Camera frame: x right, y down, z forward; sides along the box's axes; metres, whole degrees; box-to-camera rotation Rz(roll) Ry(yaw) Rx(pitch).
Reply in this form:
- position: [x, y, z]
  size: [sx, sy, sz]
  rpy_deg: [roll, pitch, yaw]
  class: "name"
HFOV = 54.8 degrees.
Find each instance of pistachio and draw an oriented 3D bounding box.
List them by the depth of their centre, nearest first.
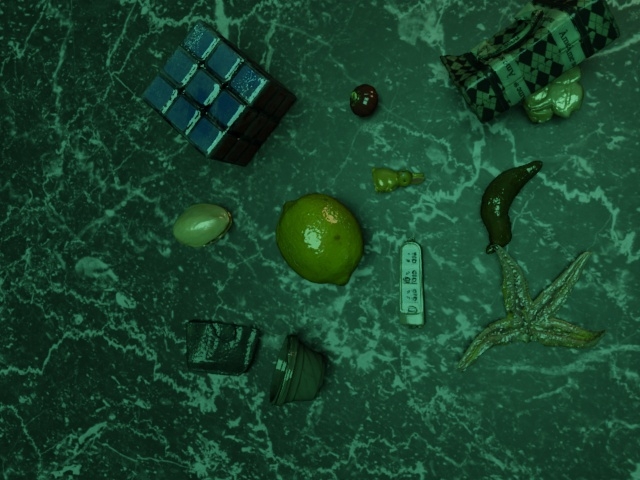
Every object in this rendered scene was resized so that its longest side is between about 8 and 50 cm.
- position: [-0.396, -0.055, 2.041]
  size: [0.200, 0.117, 0.145]
  rpy_deg: [-22, 81, 12]
  class: "pistachio"

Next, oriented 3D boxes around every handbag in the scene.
- position: [0.548, -0.538, 1.713]
  size: [0.416, 0.317, 0.180]
  rpy_deg: [-33, 122, 13]
  class: "handbag"
- position: [-0.335, 0.357, 2.060]
  size: [0.270, 0.088, 0.175]
  rpy_deg: [4, 85, 14]
  class: "handbag"

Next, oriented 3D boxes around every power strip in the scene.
- position: [0.284, 0.133, 1.917]
  size: [0.080, 0.048, 0.286]
  rpy_deg: [0, 90, 13]
  class: "power strip"

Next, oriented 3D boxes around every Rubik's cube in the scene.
- position: [-0.305, -0.444, 1.916]
  size: [0.301, 0.303, 0.305]
  rpy_deg: [43, 99, 10]
  class: "Rubik's cube"

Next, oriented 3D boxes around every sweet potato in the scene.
- position: [0.538, -0.108, 1.824]
  size: [0.124, 0.098, 0.310]
  rpy_deg: [20, 95, -9]
  class: "sweet potato"

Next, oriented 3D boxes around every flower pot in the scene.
- position: [-0.068, 0.419, 1.942]
  size: [0.140, 0.235, 0.236]
  rpy_deg: [14, 95, -11]
  class: "flower pot"

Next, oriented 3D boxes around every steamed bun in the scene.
- position: [0.666, -0.427, 1.782]
  size: [0.177, 0.106, 0.192]
  rpy_deg: [-24, 77, 17]
  class: "steamed bun"

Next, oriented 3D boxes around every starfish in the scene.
- position: [0.615, 0.212, 1.794]
  size: [0.397, 0.132, 0.384]
  rpy_deg: [5, 95, 22]
  class: "starfish"

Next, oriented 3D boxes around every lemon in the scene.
- position: [0.000, 0.000, 1.875]
  size: [0.258, 0.258, 0.310]
  rpy_deg: [-37, 80, 12]
  class: "lemon"

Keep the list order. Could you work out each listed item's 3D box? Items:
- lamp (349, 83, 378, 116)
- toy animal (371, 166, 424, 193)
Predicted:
- position: [0.134, -0.435, 1.918]
  size: [0.101, 0.090, 0.101]
  rpy_deg: [-17, 68, 51]
  class: "lamp"
- position: [0.241, -0.196, 1.911]
  size: [0.159, 0.070, 0.083]
  rpy_deg: [-7, 88, 9]
  class: "toy animal"
